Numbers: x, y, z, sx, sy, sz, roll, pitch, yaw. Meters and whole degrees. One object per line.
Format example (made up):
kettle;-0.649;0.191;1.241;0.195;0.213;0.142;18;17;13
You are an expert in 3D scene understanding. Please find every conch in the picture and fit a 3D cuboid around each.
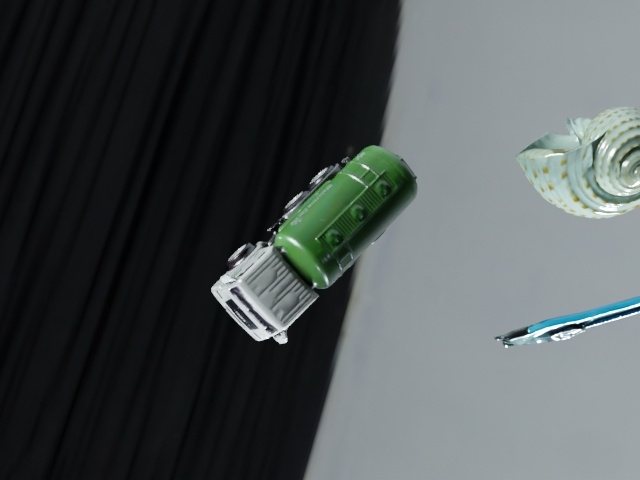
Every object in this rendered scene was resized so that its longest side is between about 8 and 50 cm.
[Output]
conch;0.353;-0.093;1.903;0.131;0.172;0.200;61;173;-7

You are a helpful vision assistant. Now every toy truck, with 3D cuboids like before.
toy truck;0.000;0.000;1.632;0.101;0.242;0.125;48;163;-9

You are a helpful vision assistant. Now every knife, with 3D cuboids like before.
knife;0.388;0.105;2.080;0.296;0.026;0.044;-17;142;10
